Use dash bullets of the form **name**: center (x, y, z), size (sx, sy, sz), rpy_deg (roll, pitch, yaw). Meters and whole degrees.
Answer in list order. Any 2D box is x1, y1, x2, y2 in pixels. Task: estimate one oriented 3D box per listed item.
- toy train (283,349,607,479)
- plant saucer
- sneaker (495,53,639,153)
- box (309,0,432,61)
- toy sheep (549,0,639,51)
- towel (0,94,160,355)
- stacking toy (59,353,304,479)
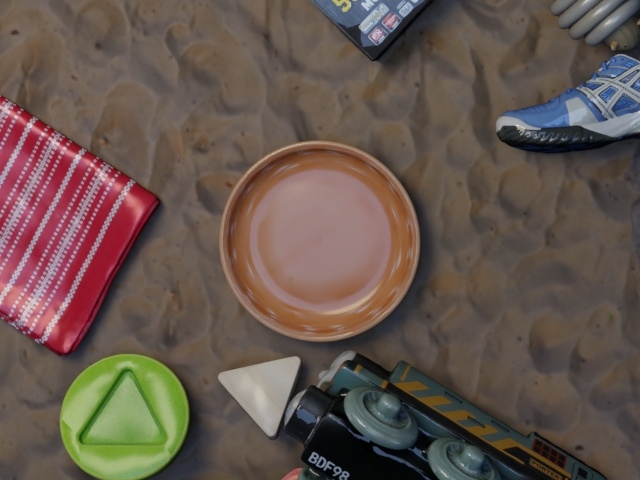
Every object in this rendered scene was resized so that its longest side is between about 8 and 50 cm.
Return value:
- **toy train**: center (0.124, 0.225, 1.353), size (0.334, 0.190, 0.142), rpy_deg (30, 113, 4)
- **plant saucer**: center (0.000, 0.000, 1.419), size (0.200, 0.037, 0.200), rpy_deg (1, 97, 6)
- **sneaker**: center (0.269, -0.131, 1.365), size (0.211, 0.080, 0.081), rpy_deg (-10, 88, -3)
- **box**: center (0.066, -0.317, 1.370), size (0.183, 0.056, 0.231), rpy_deg (45, 98, -1)
- **toy sheep**: center (0.254, -0.231, 1.344), size (0.091, 0.091, 0.132), rpy_deg (-44, 90, 8)
- **towel**: center (-0.322, -0.030, 1.452), size (0.275, 0.031, 0.199), rpy_deg (32, 97, 2)
- **stacking toy**: center (-0.130, 0.264, 1.451), size (0.309, 0.130, 0.279), rpy_deg (-2, 69, 3)
